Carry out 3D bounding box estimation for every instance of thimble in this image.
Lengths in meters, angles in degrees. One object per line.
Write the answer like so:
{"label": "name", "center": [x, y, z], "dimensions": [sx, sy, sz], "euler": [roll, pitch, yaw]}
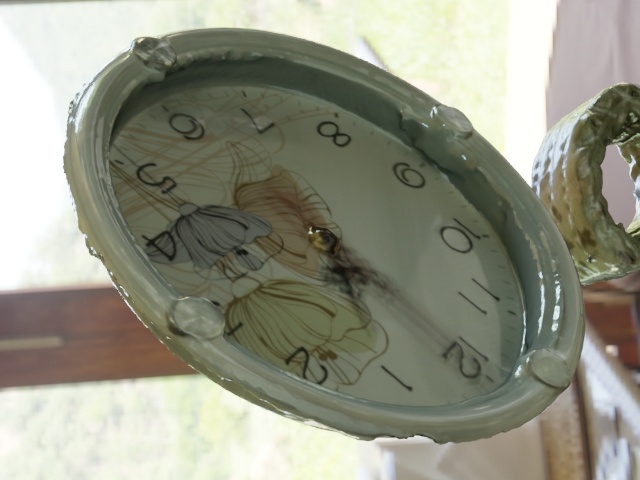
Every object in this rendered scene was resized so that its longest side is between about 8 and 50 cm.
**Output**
{"label": "thimble", "center": [0.161, -0.028, 0.764], "dimensions": [0.110, 0.084, 0.062], "euler": [-70, 12, -21]}

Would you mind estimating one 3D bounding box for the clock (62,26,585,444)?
{"label": "clock", "center": [0.000, 0.000, 0.594], "dimensions": [0.053, 0.236, 0.236], "euler": [-57, 29, 38]}
